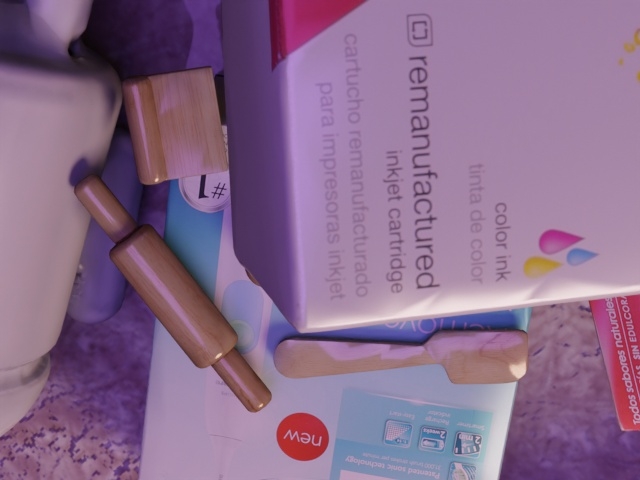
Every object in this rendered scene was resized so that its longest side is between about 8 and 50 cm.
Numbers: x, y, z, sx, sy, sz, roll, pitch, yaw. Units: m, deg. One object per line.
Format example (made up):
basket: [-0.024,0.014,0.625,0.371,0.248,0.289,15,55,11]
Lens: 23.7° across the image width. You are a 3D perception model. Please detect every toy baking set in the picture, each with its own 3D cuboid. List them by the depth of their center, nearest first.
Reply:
toy baking set: [-0.006,0.002,0.827,0.197,0.030,0.256,-31,101,15]

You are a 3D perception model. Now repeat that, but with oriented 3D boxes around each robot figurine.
robot figurine: [-0.235,-0.018,0.887,0.300,0.200,0.353,9,105,-35]

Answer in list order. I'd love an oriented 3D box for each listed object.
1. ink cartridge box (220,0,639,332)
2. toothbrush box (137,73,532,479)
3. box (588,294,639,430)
ink cartridge box: [0.117,-0.096,0.621,0.306,0.131,0.226,-6,103,-11]
toothbrush box: [0.011,0.067,0.929,0.216,0.126,0.295,11,109,4]
box: [0.222,-0.060,0.825,0.142,0.154,0.299,-4,109,40]
